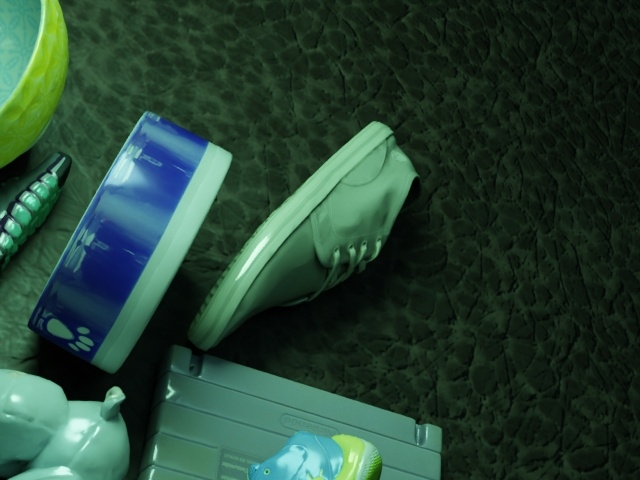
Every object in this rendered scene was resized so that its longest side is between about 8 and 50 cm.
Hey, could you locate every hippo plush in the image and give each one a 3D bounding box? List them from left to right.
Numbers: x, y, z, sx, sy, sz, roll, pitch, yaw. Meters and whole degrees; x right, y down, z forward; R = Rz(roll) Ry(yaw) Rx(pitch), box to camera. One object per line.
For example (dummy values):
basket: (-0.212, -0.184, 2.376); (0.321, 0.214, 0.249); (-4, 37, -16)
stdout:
hippo plush: (-0.253, 0.230, 1.029); (0.294, 0.234, 0.237); (27, 52, -13)

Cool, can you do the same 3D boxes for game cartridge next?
game cartridge: (-0.029, 0.273, 1.251); (0.355, 0.068, 0.230); (20, 57, -19)

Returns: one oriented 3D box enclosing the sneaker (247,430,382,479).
sneaker: (-0.033, 0.302, 1.154); (0.126, 0.091, 0.240); (18, 62, 23)

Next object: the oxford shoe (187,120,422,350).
oxford shoe: (0.000, 0.000, 1.374); (0.130, 0.169, 0.449); (46, 44, 0)

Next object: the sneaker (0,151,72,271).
sneaker: (-0.362, -0.036, 1.234); (0.098, 0.083, 0.224); (31, 51, -4)

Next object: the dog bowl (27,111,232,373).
dog bowl: (-0.200, 0.001, 1.183); (0.104, 0.265, 0.265); (28, 51, -8)

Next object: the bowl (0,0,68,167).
bowl: (-0.383, -0.173, 1.234); (0.156, 0.289, 0.290); (47, 29, -59)
